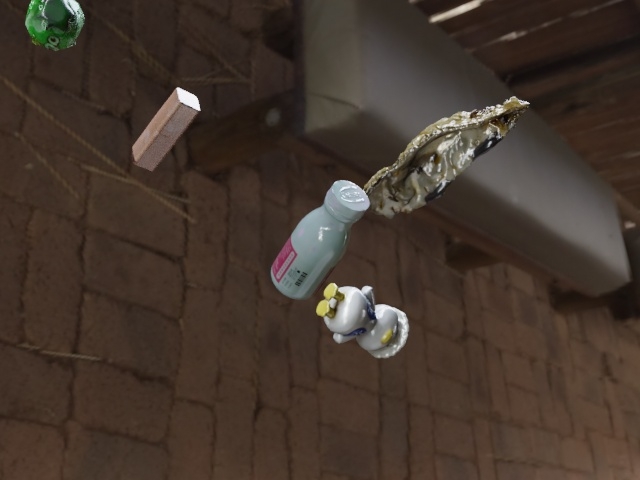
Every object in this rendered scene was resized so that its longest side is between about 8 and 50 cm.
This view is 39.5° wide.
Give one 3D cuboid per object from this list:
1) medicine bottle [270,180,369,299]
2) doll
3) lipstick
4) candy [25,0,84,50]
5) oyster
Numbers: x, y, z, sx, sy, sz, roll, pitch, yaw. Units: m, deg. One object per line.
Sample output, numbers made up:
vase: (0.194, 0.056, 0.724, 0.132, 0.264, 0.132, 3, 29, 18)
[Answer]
medicine bottle: (0.000, 0.000, 1.456, 0.090, 0.217, 0.090, 20, 40, -18)
doll: (0.095, 0.174, 1.927, 0.293, 0.119, 0.138, 34, 84, -48)
lipstick: (-0.259, -0.183, 1.479, 0.045, 0.145, 0.045, 23, 33, -34)
candy: (-0.418, -0.475, 1.498, 0.097, 0.097, 0.324, 21, 79, -50)
oyster: (0.222, -0.154, 1.604, 0.128, 0.345, 0.079, 41, 23, -33)
